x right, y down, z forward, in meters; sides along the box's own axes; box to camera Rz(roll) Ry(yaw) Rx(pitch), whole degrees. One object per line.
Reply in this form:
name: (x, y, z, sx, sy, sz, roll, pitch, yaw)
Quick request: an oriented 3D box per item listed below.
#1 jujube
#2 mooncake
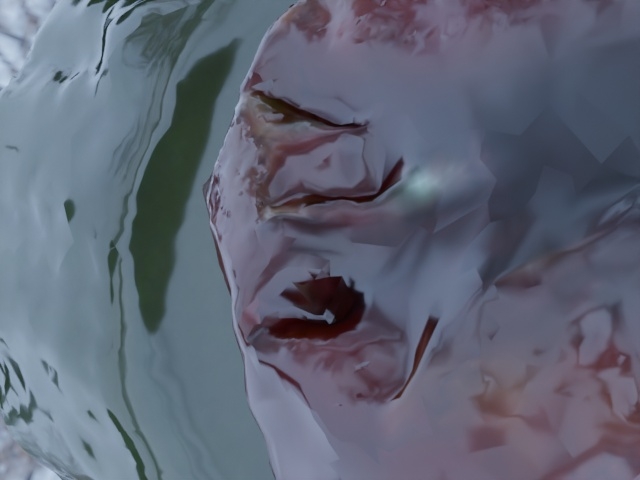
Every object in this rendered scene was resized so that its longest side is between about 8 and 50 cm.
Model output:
jujube: (0.162, -0.012, 0.529, 0.276, 0.377, 0.276, -17, -90, -86)
mooncake: (0.000, 0.000, 0.943, 0.356, 0.194, 0.356, -5, -81, -36)
